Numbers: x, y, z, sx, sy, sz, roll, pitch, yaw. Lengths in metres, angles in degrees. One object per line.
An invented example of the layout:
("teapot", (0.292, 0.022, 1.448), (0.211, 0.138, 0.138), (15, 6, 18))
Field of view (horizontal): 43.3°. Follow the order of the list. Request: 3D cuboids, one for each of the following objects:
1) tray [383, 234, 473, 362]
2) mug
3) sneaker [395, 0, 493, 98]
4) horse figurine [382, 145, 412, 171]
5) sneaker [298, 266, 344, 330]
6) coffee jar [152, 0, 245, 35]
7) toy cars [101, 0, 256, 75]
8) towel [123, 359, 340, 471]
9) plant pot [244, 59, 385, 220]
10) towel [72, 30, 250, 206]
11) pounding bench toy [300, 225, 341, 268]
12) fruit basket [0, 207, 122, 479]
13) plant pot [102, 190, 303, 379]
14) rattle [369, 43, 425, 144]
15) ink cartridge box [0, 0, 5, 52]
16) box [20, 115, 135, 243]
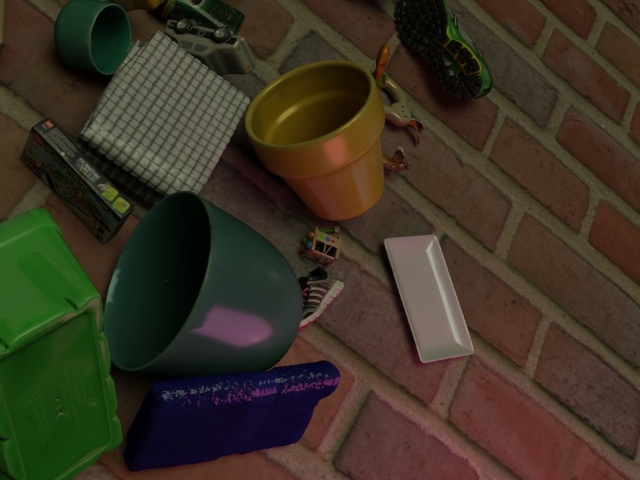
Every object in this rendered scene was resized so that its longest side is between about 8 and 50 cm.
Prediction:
("tray", (0.219, 0.119, 1.674), (0.145, 0.030, 0.270), (-4, 69, -33))
("mug", (-0.421, -0.368, 1.482), (0.097, 0.157, 0.129), (15, 63, 16))
("sneaker", (0.302, -0.482, 1.979), (0.146, 0.134, 0.343), (-1, 61, -58))
("horse figurine", (0.055, -0.220, 1.722), (0.263, 0.066, 0.174), (2, 60, -33))
("sneaker", (-0.025, 0.109, 1.514), (0.075, 0.063, 0.170), (47, 48, -3))
("coffee jar", (-0.254, -0.467, 1.648), (0.184, 0.079, 0.096), (31, 58, -16))
("toy cars", (-0.311, -0.415, 1.541), (0.394, 0.176, 0.087), (33, 71, -13))
("towel", (-0.144, 0.267, 1.271), (0.308, 0.227, 0.076), (-2, 50, -31))
("plant pot", (0.015, -0.176, 1.545), (0.254, 0.254, 0.239), (-67, 146, -34))
("towel", (-0.291, -0.212, 1.466), (0.235, 0.121, 0.283), (34, 56, -19))
("pounding bench toy", (0.000, 0.000, 1.587), (0.065, 0.052, 0.083), (22, 57, -20))
("fruit basket", (-0.449, 0.127, 1.121), (0.283, 0.392, 0.392), (-32, 86, -38))
("plant pot", (-0.172, 0.099, 1.303), (0.235, 0.293, 0.292), (26, 55, -36))
("rattle", (0.188, -0.329, 1.811), (0.200, 0.142, 0.130), (44, 29, 4))
("ink cartridge box", (-0.664, -0.415, 1.373), (0.235, 0.088, 0.193), (7, 65, -29))
("box", (-0.410, -0.098, 1.353), (0.207, 0.114, 0.036), (46, 53, -3))
